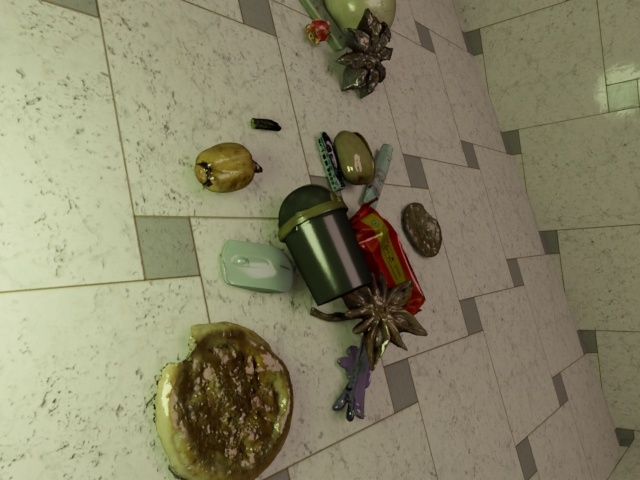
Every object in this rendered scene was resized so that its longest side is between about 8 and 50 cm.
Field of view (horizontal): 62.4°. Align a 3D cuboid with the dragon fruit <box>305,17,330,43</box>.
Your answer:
[{"bbox_3d":[-0.013,-0.761,1.923,0.116,0.081,0.086,-36,112,-51],"label":"dragon fruit"}]

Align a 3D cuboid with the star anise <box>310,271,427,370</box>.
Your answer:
[{"bbox_3d":[0.158,0.220,1.587,0.349,0.109,0.293,-28,72,-28],"label":"star anise"}]

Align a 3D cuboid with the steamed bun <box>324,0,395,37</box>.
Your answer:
[{"bbox_3d":[0.182,-0.953,2.115,0.333,0.232,0.312,31,51,-36],"label":"steamed bun"}]

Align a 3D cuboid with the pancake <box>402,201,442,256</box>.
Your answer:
[{"bbox_3d":[0.408,-0.043,2.128,0.236,0.042,0.223,23,61,-38],"label":"pancake"}]

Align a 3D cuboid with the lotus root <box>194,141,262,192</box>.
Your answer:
[{"bbox_3d":[-0.236,-0.190,1.376,0.220,0.118,0.125,-25,126,-54],"label":"lotus root"}]

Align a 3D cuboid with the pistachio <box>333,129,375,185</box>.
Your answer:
[{"bbox_3d":[0.120,-0.285,1.827,0.129,0.131,0.206,-3,72,-58],"label":"pistachio"}]

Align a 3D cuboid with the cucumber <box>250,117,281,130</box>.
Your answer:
[{"bbox_3d":[-0.163,-0.353,1.599,0.134,0.034,0.033,-12,78,-52],"label":"cucumber"}]

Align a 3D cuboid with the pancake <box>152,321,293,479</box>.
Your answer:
[{"bbox_3d":[-0.211,0.364,1.194,0.382,0.071,0.383,24,57,-43],"label":"pancake"}]

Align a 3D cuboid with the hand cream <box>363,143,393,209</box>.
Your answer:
[{"bbox_3d":[0.212,-0.235,1.980,0.085,0.058,0.331,58,42,-40],"label":"hand cream"}]

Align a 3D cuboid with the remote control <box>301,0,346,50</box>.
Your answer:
[{"bbox_3d":[-0.003,-0.860,2.011,0.310,0.038,0.090,50,42,-22],"label":"remote control"}]

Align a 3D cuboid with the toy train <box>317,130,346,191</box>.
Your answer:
[{"bbox_3d":[0.033,-0.268,1.781,0.043,0.047,0.208,-10,81,-52],"label":"toy train"}]

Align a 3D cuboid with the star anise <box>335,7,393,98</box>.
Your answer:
[{"bbox_3d":[0.178,-0.699,2.010,0.331,0.117,0.332,-27,132,-36],"label":"star anise"}]

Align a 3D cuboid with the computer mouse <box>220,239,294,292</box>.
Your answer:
[{"bbox_3d":[-0.157,0.070,1.387,0.230,0.079,0.128,15,60,-42],"label":"computer mouse"}]

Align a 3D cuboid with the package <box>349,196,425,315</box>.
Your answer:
[{"bbox_3d":[0.202,0.081,1.762,0.196,0.123,0.424,-30,97,-51],"label":"package"}]

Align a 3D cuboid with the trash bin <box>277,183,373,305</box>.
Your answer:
[{"bbox_3d":[0.000,0.000,1.477,0.214,0.214,0.334,-10,75,-51],"label":"trash bin"}]

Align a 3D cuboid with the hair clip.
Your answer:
[{"bbox_3d":[0.101,0.401,1.543,0.137,0.090,0.279,38,39,-16],"label":"hair clip"}]
